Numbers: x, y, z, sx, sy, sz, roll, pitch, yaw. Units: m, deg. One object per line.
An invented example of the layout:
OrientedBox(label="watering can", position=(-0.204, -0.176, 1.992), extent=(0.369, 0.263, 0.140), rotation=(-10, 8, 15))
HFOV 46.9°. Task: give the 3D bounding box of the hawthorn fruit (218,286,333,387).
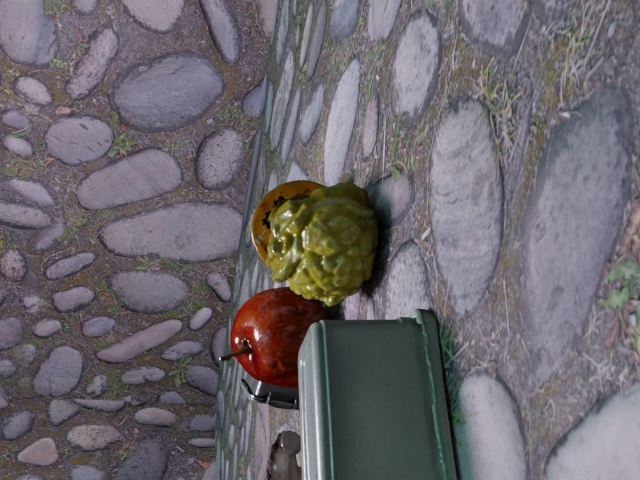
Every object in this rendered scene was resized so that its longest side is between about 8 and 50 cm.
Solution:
OrientedBox(label="hawthorn fruit", position=(-0.108, 0.222, 1.641), extent=(0.242, 0.272, 0.241), rotation=(14, 108, 53))

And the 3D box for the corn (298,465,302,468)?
OrientedBox(label="corn", position=(-0.087, 0.648, 1.803), extent=(0.097, 0.097, 0.319), rotation=(-98, 20, -45))

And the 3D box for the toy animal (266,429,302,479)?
OrientedBox(label="toy animal", position=(-0.025, 0.562, 1.361), extent=(0.302, 0.194, 0.344), rotation=(118, 159, -50))

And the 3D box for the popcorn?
OrientedBox(label="popcorn", position=(0.000, 0.000, 1.433), extent=(0.259, 0.212, 0.259), rotation=(180, 90, -71))

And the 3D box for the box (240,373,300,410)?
OrientedBox(label="box", position=(-0.106, 0.340, 1.892), extent=(0.243, 0.163, 0.135), rotation=(177, 107, -78))

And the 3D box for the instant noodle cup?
OrientedBox(label="instant noodle cup", position=(-0.046, -0.018, 1.667), extent=(0.172, 0.216, 0.215), rotation=(133, 141, -84))

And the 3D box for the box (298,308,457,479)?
OrientedBox(label="box", position=(0.068, 0.255, 1.058), extent=(0.175, 0.183, 0.311), rotation=(113, 159, -54))
